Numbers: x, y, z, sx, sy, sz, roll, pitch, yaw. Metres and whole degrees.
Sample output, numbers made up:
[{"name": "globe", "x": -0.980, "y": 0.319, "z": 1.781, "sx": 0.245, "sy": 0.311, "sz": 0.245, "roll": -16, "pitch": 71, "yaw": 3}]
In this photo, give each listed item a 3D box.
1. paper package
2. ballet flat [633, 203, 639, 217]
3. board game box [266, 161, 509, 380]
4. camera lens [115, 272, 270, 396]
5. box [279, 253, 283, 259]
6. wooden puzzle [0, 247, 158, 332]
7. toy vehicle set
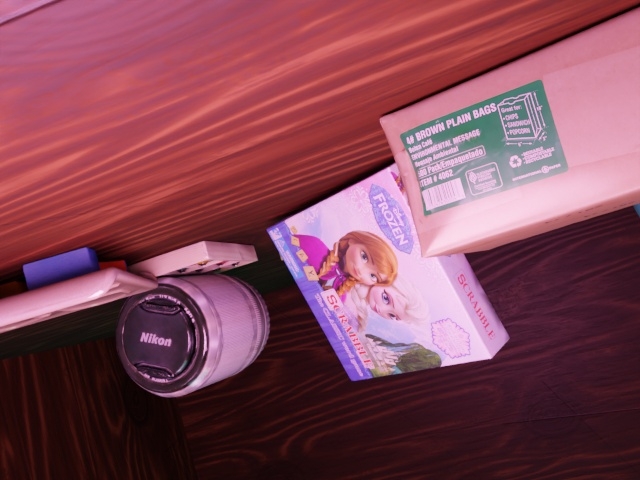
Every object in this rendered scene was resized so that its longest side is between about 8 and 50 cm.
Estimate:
[{"name": "paper package", "x": 0.281, "y": -0.108, "z": 0.749, "sx": 0.325, "sy": 0.168, "sz": 0.309, "roll": -19, "pitch": 172, "yaw": 27}, {"name": "ballet flat", "x": 0.578, "y": -0.125, "z": 1.125, "sx": 0.106, "sy": 0.107, "sz": 0.316, "roll": -26, "pitch": 146, "yaw": 19}, {"name": "board game box", "x": 0.094, "y": 0.063, "z": 1.067, "sx": 0.066, "sy": 0.318, "sz": 0.318, "roll": -34, "pitch": -174, "yaw": -41}, {"name": "camera lens", "x": -0.245, "y": 0.176, "z": 1.295, "sx": 0.219, "sy": 0.219, "sz": 0.274, "roll": -19, "pitch": 174, "yaw": 20}, {"name": "box", "x": 0.000, "y": 0.000, "z": 1.542, "sx": 0.178, "sy": 0.042, "sz": 0.109, "roll": -15, "pitch": 175, "yaw": -24}, {"name": "wooden puzzle", "x": -0.438, "y": 0.083, "z": 1.002, "sx": 0.322, "sy": 0.080, "sz": 0.348, "roll": -16, "pitch": 179, "yaw": -5}, {"name": "toy vehicle set", "x": -0.250, "y": 0.046, "z": 1.326, "sx": 0.166, "sy": 0.035, "sz": 0.267, "roll": -18, "pitch": 174, "yaw": 13}]
